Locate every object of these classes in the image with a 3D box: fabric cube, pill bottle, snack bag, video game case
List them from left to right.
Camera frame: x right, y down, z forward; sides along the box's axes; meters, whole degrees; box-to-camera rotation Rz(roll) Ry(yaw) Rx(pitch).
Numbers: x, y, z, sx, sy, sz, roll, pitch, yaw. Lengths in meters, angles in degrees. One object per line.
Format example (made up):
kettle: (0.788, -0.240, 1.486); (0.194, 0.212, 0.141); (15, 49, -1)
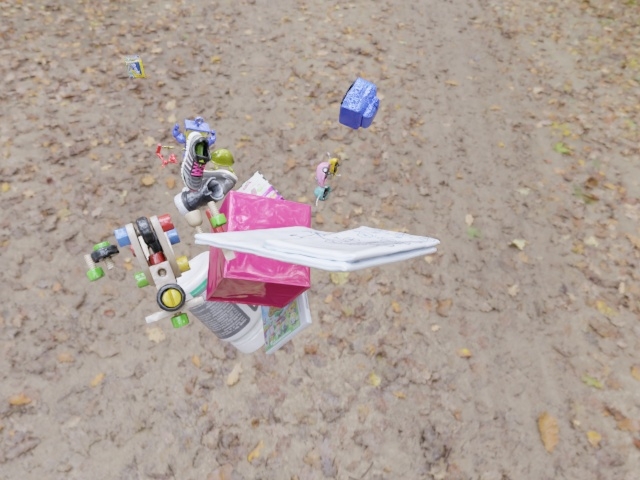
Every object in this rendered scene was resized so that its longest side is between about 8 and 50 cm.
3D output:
pill bottle: (-0.338, 0.228, 1.714); (0.204, 0.361, 0.204); (-31, 26, 17)
fabric cube: (-0.187, 0.039, 1.441); (0.254, 0.259, 0.258); (8, 66, -23)
video game case: (-0.115, 0.230, 1.540); (0.023, 0.212, 0.193); (23, 39, -35)
snack bag: (0.000, 0.000, 0.888); (0.342, 0.037, 0.323); (9, 10, 37)

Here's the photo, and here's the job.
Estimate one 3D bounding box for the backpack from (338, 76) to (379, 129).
backpack: (0.112, -0.377, 1.334); (0.101, 0.098, 0.120); (24, 71, 1)

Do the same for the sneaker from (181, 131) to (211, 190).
sneaker: (-0.353, -0.224, 1.387); (0.063, 0.170, 0.074); (2, 11, -41)

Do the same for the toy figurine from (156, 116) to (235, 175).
toy figurine: (-0.531, -0.439, 2.158); (0.362, 0.217, 0.191); (5, 36, -26)

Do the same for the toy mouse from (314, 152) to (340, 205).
toy mouse: (0.006, -0.150, 1.212); (0.031, 0.161, 0.143); (21, 70, 13)

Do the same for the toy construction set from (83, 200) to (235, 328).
toy construction set: (-0.319, 0.066, 1.096); (0.308, 0.257, 0.237); (-24, 88, -40)

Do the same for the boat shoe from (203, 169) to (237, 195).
boat shoe: (-0.483, -0.239, 2.063); (0.335, 0.112, 0.096); (3, 59, 47)

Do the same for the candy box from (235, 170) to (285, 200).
candy box: (-0.256, -0.172, 2.048); (0.159, 0.071, 0.233); (-42, 49, -1)

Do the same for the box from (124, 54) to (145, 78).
box: (-0.646, -0.603, 1.675); (0.054, 0.059, 0.169); (-13, 30, -17)

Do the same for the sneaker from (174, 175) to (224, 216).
sneaker: (-0.415, -0.165, 1.726); (0.153, 0.101, 0.268); (-24, 15, 6)
